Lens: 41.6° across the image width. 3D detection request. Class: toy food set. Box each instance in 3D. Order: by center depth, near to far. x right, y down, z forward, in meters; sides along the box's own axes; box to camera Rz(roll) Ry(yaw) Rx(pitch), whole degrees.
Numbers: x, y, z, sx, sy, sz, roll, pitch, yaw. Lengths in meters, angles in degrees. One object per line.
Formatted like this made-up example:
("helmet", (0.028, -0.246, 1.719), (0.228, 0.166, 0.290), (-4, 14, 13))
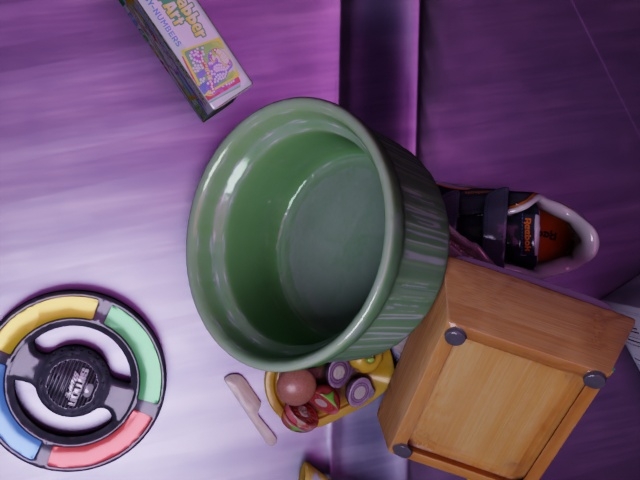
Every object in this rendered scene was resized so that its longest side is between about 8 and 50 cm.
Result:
("toy food set", (-0.001, 0.188, 1.099), (0.218, 0.071, 0.128), (-26, 99, -8))

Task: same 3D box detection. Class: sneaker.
("sneaker", (0.207, -0.013, 1.102), (0.321, 0.127, 0.126), (-1, 96, -10))

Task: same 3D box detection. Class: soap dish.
("soap dish", (0.210, 0.175, 1.024), (0.229, 0.118, 0.291), (19, 128, 2))

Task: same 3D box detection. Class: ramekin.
("ramekin", (0.000, 0.000, 0.974), (0.148, 0.303, 0.303), (12, 92, -50))

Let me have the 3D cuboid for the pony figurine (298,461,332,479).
("pony figurine", (0.150, 0.434, 1.025), (0.363, 0.351, 0.302), (13, 114, -10))

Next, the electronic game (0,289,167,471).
("electronic game", (-0.307, 0.175, 1.047), (0.229, 0.048, 0.229), (-1, 94, -12))

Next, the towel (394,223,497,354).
("towel", (0.157, 0.090, 1.083), (0.282, 0.049, 0.187), (43, 127, -17))

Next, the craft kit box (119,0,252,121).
("craft kit box", (-0.176, -0.254, 0.942), (0.061, 0.246, 0.250), (-36, 99, -8))

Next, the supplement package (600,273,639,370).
("supplement package", (0.545, 0.124, 1.168), (0.194, 0.149, 0.203), (-32, 99, -8))

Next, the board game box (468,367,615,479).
("board game box", (0.282, 0.228, 1.182), (0.259, 0.039, 0.124), (-44, 100, -3))
